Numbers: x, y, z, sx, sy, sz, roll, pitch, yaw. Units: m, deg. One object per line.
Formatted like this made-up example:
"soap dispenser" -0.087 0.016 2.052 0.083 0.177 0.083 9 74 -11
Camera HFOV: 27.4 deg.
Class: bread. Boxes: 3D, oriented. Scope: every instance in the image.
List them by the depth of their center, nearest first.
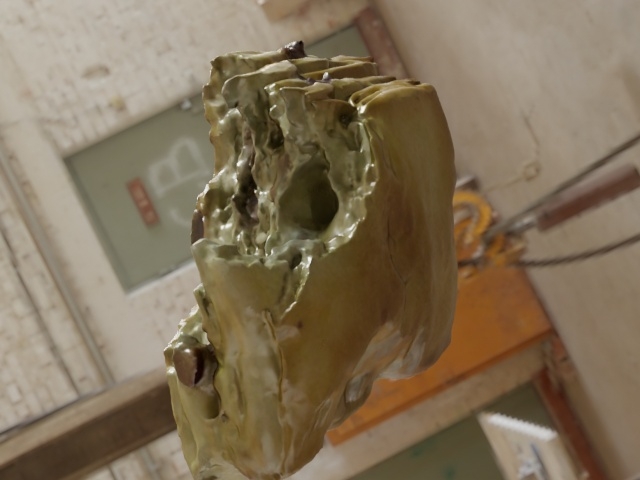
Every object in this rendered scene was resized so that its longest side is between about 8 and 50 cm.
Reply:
"bread" 0.000 0.000 1.078 0.370 0.191 0.314 -38 -56 -67
